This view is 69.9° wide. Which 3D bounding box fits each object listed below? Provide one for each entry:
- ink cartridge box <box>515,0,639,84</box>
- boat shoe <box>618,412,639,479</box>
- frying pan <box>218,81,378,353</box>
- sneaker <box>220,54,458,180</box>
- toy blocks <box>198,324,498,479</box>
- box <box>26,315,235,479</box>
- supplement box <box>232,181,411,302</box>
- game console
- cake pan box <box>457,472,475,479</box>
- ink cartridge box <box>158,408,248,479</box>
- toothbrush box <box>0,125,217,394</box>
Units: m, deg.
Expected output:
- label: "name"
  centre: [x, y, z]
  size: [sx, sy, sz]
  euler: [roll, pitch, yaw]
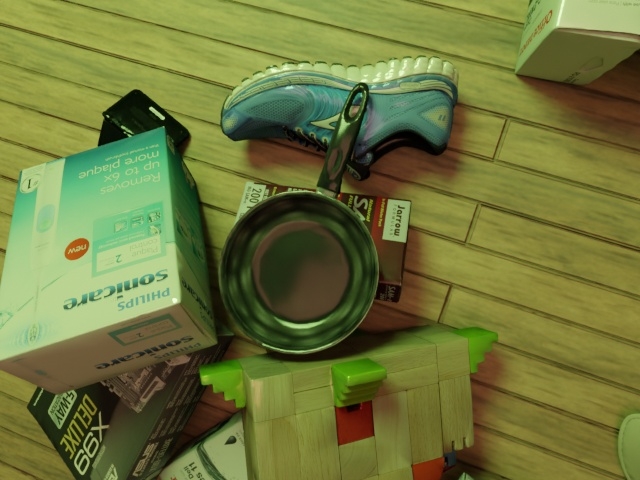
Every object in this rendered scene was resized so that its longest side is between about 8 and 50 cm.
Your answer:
- label: "ink cartridge box"
  centre: [0.321, -0.329, 0.540]
  size: [0.100, 0.172, 0.238]
  euler: [11, 95, 9]
- label: "boat shoe"
  centre: [0.470, 0.327, 0.618]
  size: [0.064, 0.075, 0.206]
  euler: [-15, 84, -32]
- label: "frying pan"
  centre: [-0.029, -0.026, 0.572]
  size: [0.197, 0.053, 0.327]
  euler: [-3, 80, 9]
- label: "sneaker"
  centre: [0.020, -0.157, 0.628]
  size: [0.329, 0.130, 0.147]
  euler: [-2, 90, 10]
- label: "toy blocks"
  centre: [0.052, 0.268, 0.596]
  size: [0.381, 0.190, 0.261]
  euler: [-6, 93, -19]
- label: "box"
  centre: [-0.296, 0.201, 0.692]
  size: [0.242, 0.076, 0.308]
  euler: [34, 99, 28]
- label: "supplement box"
  centre: [0.000, 0.000, 0.643]
  size: [0.239, 0.073, 0.130]
  euler: [7, 65, 9]
- label: "game console"
  centre: [-0.288, -0.162, 0.742]
  size: [0.122, 0.071, 0.107]
  euler: [39, 69, 5]
- label: "cake pan box"
  centre: [0.208, 0.476, 0.577]
  size: [0.245, 0.070, 0.267]
  euler: [37, 107, 16]
- label: "ink cartridge box"
  centre: [-0.116, 0.350, 0.701]
  size: [0.208, 0.087, 0.153]
  euler: [-35, 87, 11]
- label: "toothbrush box"
  centre: [-0.273, 0.017, 0.603]
  size: [0.216, 0.126, 0.296]
  euler: [-17, 56, 0]
